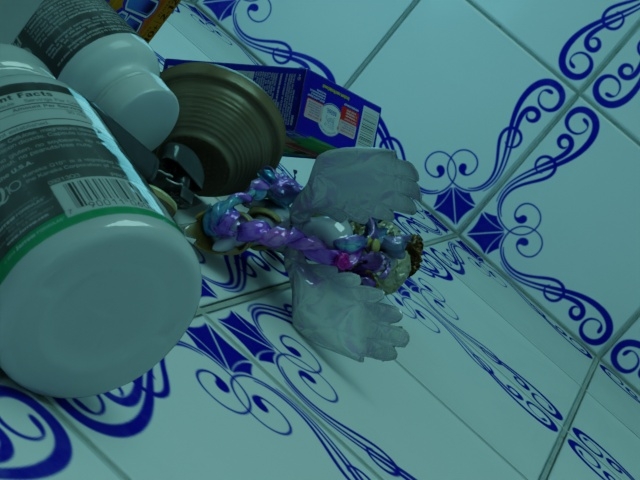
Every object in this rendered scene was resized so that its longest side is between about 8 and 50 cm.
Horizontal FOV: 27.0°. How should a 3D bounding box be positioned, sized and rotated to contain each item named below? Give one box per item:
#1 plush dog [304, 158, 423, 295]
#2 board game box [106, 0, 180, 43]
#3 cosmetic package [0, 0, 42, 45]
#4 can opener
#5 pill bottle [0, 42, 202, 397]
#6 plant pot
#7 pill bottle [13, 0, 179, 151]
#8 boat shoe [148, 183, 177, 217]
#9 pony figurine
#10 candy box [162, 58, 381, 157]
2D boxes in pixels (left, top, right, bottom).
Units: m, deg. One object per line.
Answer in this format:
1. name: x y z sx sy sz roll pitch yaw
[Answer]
1. plush dog: 0.068 0.000 2.376 0.262 0.210 0.225 -23 76 -45
2. board game box: -0.438 -0.542 2.268 0.356 0.356 0.356 44 13 19
3. cosmetic package: -0.544 -0.335 1.608 0.365 0.197 0.155 31 15 -43
4. can opener: -0.259 -0.127 1.864 0.076 0.095 0.283 -3 -28 31
5. pill bottle: -0.277 -0.034 1.306 0.204 0.204 0.361 27 17 -46
6. plant pot: -0.180 -0.144 2.035 0.237 0.237 0.109 36 42 -16
7. pill bottle: -0.349 -0.263 1.969 0.318 0.176 0.176 46 14 28
8. boat shoe: -0.257 -0.056 1.822 0.135 0.050 0.045 23 21 -23
9. pony figurine: 0.000 0.000 1.977 0.351 0.303 0.363 10 6 20
10. candy box: -0.094 -0.231 2.417 0.317 0.122 0.268 9 -5 34
